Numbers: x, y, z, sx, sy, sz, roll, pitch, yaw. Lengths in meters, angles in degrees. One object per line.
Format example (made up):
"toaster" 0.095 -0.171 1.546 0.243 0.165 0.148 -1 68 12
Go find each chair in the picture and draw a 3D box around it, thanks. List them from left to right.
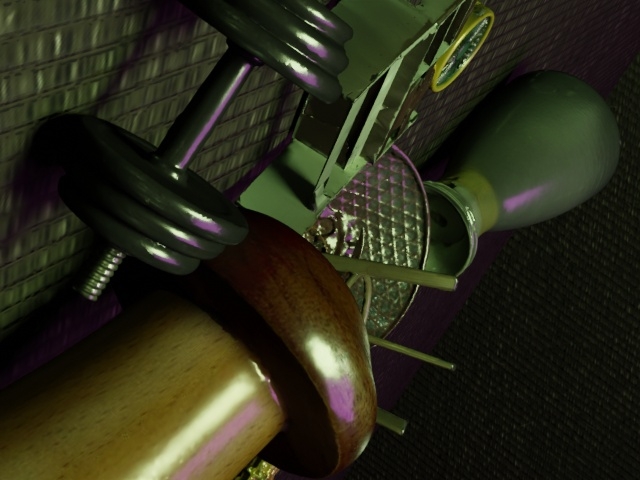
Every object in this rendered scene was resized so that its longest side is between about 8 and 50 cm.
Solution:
"chair" -0.020 0.042 0.883 0.104 0.221 0.095 -34 134 -62

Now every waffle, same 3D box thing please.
"waffle" -0.102 0.337 1.820 0.192 0.046 0.160 -59 168 25

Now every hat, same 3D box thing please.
"hat" 0.000 0.000 1.112 0.193 0.082 0.193 -12 108 -40

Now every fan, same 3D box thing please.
"fan" 0.082 -0.145 1.080 0.155 0.039 0.082 -44 167 -34

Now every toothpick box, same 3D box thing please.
"toothpick box" -0.107 0.106 0.726 0.294 0.192 0.192 -40 165 -26

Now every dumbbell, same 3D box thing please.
"dumbbell" -0.054 -0.060 0.619 0.208 0.099 0.099 -55 169 7

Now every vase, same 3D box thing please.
"vase" 0.199 -0.069 1.527 0.321 0.173 0.173 -34 159 -44

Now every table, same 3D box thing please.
"table" 0.026 -0.104 0.904 0.175 0.062 0.146 -49 170 -39
